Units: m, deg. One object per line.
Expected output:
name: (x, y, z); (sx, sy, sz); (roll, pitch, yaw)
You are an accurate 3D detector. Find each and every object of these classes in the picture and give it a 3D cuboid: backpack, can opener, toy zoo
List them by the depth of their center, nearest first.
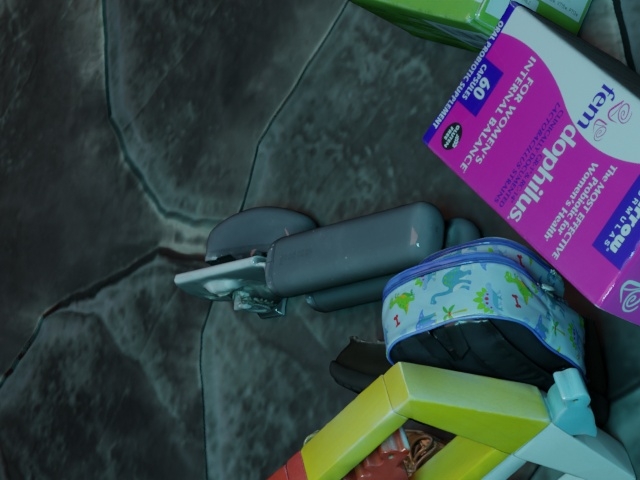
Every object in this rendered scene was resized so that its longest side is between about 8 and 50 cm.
backpack: (0.092, 0.049, 1.134); (0.105, 0.114, 0.084); (-20, 54, 27)
toy zoo: (0.055, 0.167, 1.159); (0.293, 0.192, 0.030); (-45, 41, 29)
can opener: (0.000, 0.000, 1.412); (0.283, 0.076, 0.095); (-15, 62, 47)

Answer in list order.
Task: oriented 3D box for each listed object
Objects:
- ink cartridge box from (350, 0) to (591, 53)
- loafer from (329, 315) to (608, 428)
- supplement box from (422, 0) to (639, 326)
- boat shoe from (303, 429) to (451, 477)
ink cartridge box: (0.133, -0.266, 1.361); (0.189, 0.097, 0.255); (25, 91, 54)
loafer: (0.101, 0.079, 1.251); (0.220, 0.080, 0.078); (2, 70, 42)
supplement box: (0.177, -0.041, 1.177); (0.111, 0.114, 0.220); (-57, 39, 12)
boat shoe: (0.050, 0.152, 1.293); (0.153, 0.048, 0.056); (10, 81, 53)
